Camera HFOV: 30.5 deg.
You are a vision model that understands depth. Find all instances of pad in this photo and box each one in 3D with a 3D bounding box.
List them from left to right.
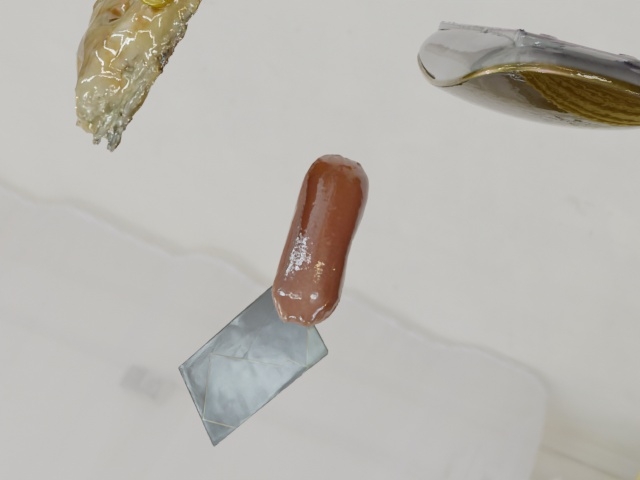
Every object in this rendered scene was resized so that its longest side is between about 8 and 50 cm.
[{"bbox_3d":[-0.109,0.185,1.818,0.004,0.243,0.164,31,-158,-52],"label":"pad"}]

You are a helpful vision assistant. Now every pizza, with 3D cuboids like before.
[{"bbox_3d":[-0.172,-0.330,1.267,0.080,0.435,0.392,28,-173,-23],"label":"pizza"}]

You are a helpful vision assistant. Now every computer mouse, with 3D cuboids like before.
[{"bbox_3d":[0.174,-0.136,0.975,0.158,0.072,0.310,12,-169,-9],"label":"computer mouse"}]

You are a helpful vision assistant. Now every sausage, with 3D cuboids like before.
[{"bbox_3d":[0.000,0.000,1.281,0.077,0.194,0.077,15,171,2],"label":"sausage"}]
